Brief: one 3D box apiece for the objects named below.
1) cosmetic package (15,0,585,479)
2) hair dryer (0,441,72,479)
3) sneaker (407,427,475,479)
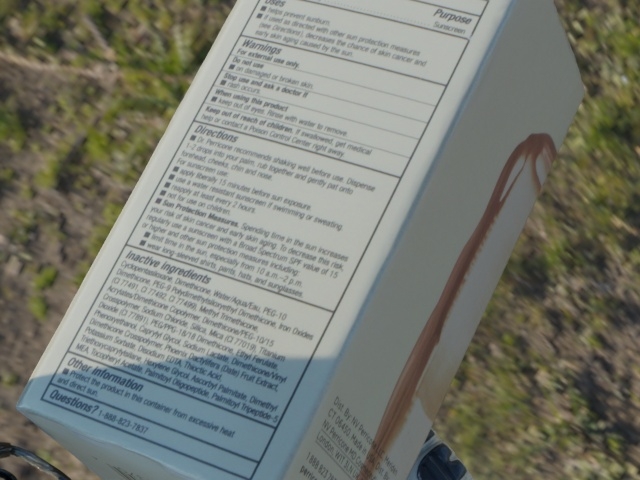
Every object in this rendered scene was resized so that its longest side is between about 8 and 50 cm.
[{"bbox_3d":[0.000,0.000,0.883,0.153,0.129,0.296,18,71,29],"label":"cosmetic package"},{"bbox_3d":[-0.316,0.165,1.098,0.294,0.223,0.080,23,109,8],"label":"hair dryer"},{"bbox_3d":[0.091,0.203,1.008,0.107,0.110,0.275,-35,80,-7],"label":"sneaker"}]
